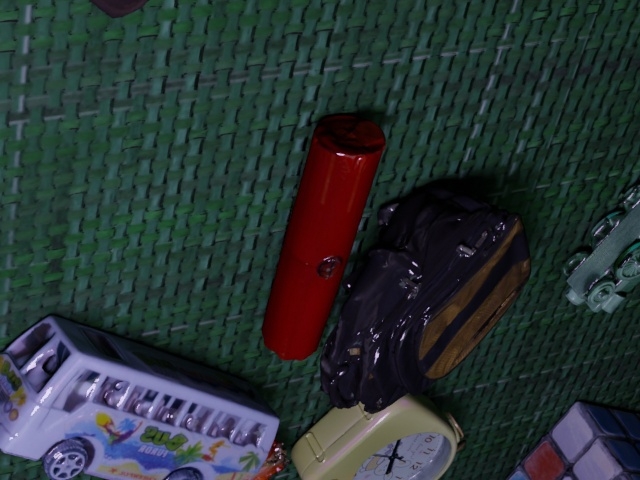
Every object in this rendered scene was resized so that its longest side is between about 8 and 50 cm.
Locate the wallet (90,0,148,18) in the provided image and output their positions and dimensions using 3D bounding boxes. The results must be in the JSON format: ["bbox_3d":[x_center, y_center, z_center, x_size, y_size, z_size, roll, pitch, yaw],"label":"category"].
[{"bbox_3d":[-0.179,-0.294,1.242,0.165,0.042,0.309,-39,142,7],"label":"wallet"}]

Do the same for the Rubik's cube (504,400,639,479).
[{"bbox_3d":[0.395,0.395,2.183,0.256,0.259,0.253,14,122,-42],"label":"Rubik's cube"}]

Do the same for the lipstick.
[{"bbox_3d":[-0.001,0.000,1.650,0.073,0.073,0.279,-8,135,-26],"label":"lipstick"}]

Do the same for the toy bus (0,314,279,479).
[{"bbox_3d":[-0.192,0.179,1.698,0.330,0.109,0.136,24,107,-46],"label":"toy bus"}]

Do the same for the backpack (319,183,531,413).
[{"bbox_3d":[0.095,0.069,1.714,0.258,0.133,0.206,-52,149,-16],"label":"backpack"}]

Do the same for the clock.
[{"bbox_3d":[0.087,0.251,1.979,0.170,0.069,0.232,-43,141,14],"label":"clock"}]

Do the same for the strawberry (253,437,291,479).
[{"bbox_3d":[-0.103,0.258,1.885,0.152,0.048,0.104,-26,150,16],"label":"strawberry"}]

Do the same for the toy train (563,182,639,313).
[{"bbox_3d":[0.353,0.009,1.890,0.105,0.071,0.178,12,125,-49],"label":"toy train"}]
